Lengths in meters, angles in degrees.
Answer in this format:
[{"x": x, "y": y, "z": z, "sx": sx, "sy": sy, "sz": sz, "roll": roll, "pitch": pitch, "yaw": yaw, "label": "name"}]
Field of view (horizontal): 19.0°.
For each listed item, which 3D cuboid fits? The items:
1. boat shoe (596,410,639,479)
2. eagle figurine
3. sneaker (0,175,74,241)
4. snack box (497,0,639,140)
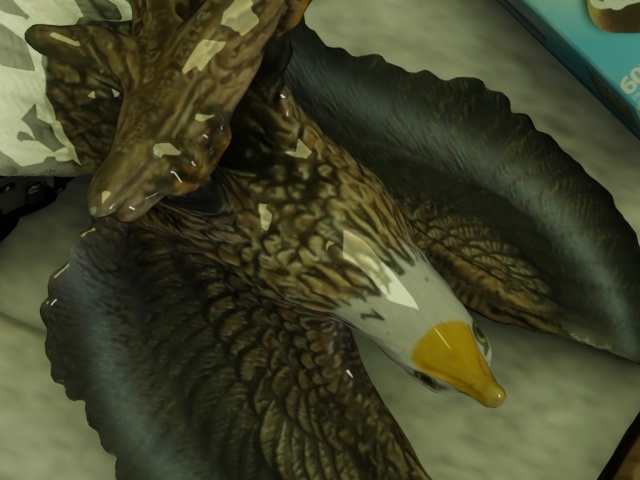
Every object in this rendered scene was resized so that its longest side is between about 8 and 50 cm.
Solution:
[{"x": 0.137, "y": 0.165, "z": 0.731, "sx": 0.123, "sy": 0.123, "sz": 0.342, "roll": 32, "pitch": 67, "yaw": 7, "label": "boat shoe"}, {"x": 0.004, "y": 0.008, "z": 0.718, "sx": 0.226, "sy": 0.298, "sz": 0.225, "roll": -17, "pitch": 56, "yaw": 11, "label": "eagle figurine"}, {"x": -0.149, "y": -0.035, "z": 0.801, "sx": 0.293, "sy": 0.102, "sz": 0.146, "roll": -3, "pitch": 82, "yaw": -3, "label": "sneaker"}, {"x": 0.204, "y": -0.203, "z": 0.811, "sx": 0.322, "sy": 0.060, "sz": 0.187, "roll": -41, "pitch": 57, "yaw": 1, "label": "snack box"}]
